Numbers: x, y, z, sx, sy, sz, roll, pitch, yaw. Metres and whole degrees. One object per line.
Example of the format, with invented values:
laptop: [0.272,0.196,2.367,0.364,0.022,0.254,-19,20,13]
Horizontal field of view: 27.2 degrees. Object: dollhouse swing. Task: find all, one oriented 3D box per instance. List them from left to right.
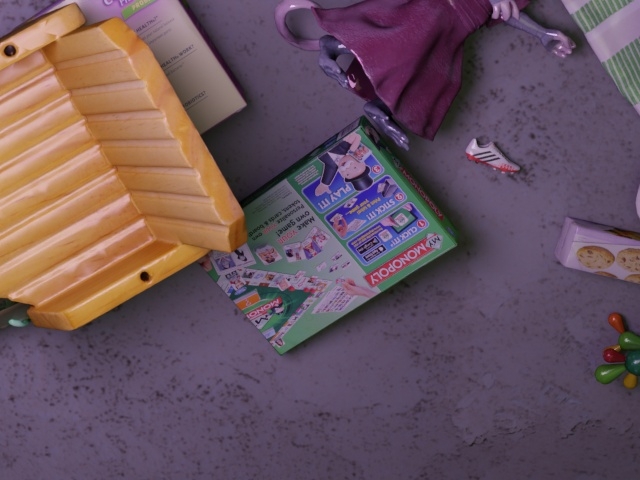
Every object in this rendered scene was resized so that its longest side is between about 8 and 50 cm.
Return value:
dollhouse swing: [-0.300,-0.068,1.552,0.315,0.305,0.347,-30,108,-6]

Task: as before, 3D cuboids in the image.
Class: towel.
towel: [0.471,-0.345,1.820,0.248,0.038,0.325,-34,106,5]

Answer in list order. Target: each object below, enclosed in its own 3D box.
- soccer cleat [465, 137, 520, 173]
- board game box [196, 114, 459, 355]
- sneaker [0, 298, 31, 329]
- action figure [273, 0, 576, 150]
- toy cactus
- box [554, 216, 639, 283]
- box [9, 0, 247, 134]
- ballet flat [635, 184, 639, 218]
soccer cleat: [0.246,-0.120,1.866,0.083,0.029,0.035,18,107,-6]
board game box: [0.000,0.000,1.815,0.317,0.046,0.213,-33,108,23]
sneaker: [-0.404,0.070,1.801,0.410,0.158,0.182,-45,113,10]
action figure: [0.171,-0.313,1.758,0.276,0.248,0.370,40,87,26]
toy cactus: [0.501,0.144,1.896,0.219,0.180,0.112,-13,86,-7]
box: [0.503,0.035,1.916,0.324,0.063,0.067,14,105,-9]
box: [-0.251,-0.230,1.739,0.213,0.117,0.243,-33,107,4]
ballet flat: [0.598,-0.155,1.816,0.139,0.139,0.400,43,101,-15]
